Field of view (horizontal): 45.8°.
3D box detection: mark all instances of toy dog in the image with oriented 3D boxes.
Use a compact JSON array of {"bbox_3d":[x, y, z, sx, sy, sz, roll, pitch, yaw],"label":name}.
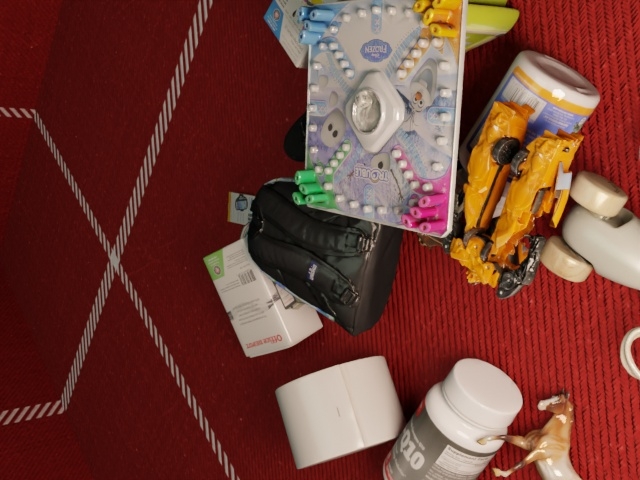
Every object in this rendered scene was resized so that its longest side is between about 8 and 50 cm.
[{"bbox_3d":[0.494,0.032,1.140,0.333,0.161,0.220,54,128,13],"label":"toy dog"}]

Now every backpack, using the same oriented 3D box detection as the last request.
[{"bbox_3d":[0.000,0.000,1.623,0.356,0.273,0.290,17,105,26],"label":"backpack"}]

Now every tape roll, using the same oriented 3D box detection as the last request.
[{"bbox_3d":[0.044,0.358,1.577,0.246,0.246,0.169,-34,68,45],"label":"tape roll"}]

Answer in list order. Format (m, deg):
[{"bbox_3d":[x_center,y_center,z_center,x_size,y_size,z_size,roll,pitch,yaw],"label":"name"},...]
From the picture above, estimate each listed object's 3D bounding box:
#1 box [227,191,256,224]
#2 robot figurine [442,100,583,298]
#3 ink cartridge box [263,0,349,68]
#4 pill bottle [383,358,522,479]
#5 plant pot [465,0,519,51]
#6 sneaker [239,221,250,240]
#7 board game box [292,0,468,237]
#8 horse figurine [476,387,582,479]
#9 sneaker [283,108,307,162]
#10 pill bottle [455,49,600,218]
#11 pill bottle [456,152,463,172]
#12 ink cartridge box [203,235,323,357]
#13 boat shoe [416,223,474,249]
[{"bbox_3d":[-0.193,-0.082,1.987,0.136,0.028,0.081,12,102,46],"label":"box"},{"bbox_3d":[0.290,-0.055,1.178,0.211,0.085,0.291,46,134,43],"label":"robot figurine"},{"bbox_3d":[0.032,-0.487,1.555,0.232,0.168,0.171,-53,55,36],"label":"ink cartridge box"},{"bbox_3d":[0.243,0.364,1.409,0.161,0.161,0.283,49,127,36],"label":"pill bottle"},{"bbox_3d":[0.206,-0.443,1.355,0.228,0.227,0.207,-14,87,50],"label":"plant pot"},{"bbox_3d":[-0.170,0.031,1.944,0.075,0.057,0.161,29,125,22],"label":"sneaker"},{"bbox_3d":[0.082,-0.225,1.329,0.390,0.050,0.389,16,108,50],"label":"board game box"},{"bbox_3d":[0.381,0.404,1.280,0.066,0.175,0.263,122,130,-73],"label":"horse figurine"},{"bbox_3d":[0.006,-0.266,1.656,0.341,0.140,0.125,-26,75,48],"label":"sneaker"},{"bbox_3d":[0.330,-0.166,1.279,0.152,0.152,0.272,53,130,33],"label":"pill bottle"},{"bbox_3d":[0.184,-0.176,1.456,0.122,0.123,0.219,-60,38,33],"label":"pill bottle"},{"bbox_3d":[-0.141,0.125,1.823,0.198,0.115,0.272,-23,92,50],"label":"ink cartridge box"},{"bbox_3d":[0.220,-0.012,1.424,0.207,0.073,0.073,28,111,15],"label":"boat shoe"}]
